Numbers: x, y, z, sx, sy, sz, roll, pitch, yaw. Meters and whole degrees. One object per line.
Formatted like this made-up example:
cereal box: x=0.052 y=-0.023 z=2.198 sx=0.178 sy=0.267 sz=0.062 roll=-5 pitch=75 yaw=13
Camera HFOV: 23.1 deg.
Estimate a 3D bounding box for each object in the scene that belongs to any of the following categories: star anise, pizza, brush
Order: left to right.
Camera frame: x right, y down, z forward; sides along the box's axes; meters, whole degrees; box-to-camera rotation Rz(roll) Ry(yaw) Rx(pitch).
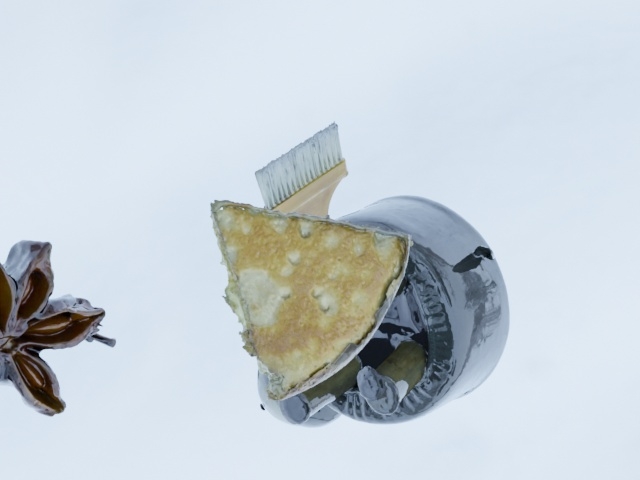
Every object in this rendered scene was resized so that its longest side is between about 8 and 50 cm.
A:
star anise: x=-0.348 y=0.095 z=1.674 sx=0.190 sy=0.126 sz=0.220 roll=-48 pitch=125 yaw=-26
pizza: x=-0.015 y=0.015 z=0.812 sx=0.108 sy=0.026 sz=0.123 roll=43 pitch=61 yaw=-2
brush: x=0.000 y=0.000 z=1.638 sx=0.103 sy=0.013 sz=0.272 roll=-34 pitch=137 yaw=-18

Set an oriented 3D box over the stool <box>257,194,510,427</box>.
stool: x=0.031 y=0.074 z=1.115 sx=0.139 sy=0.153 sz=0.228 roll=-22 pitch=145 yaw=-51
